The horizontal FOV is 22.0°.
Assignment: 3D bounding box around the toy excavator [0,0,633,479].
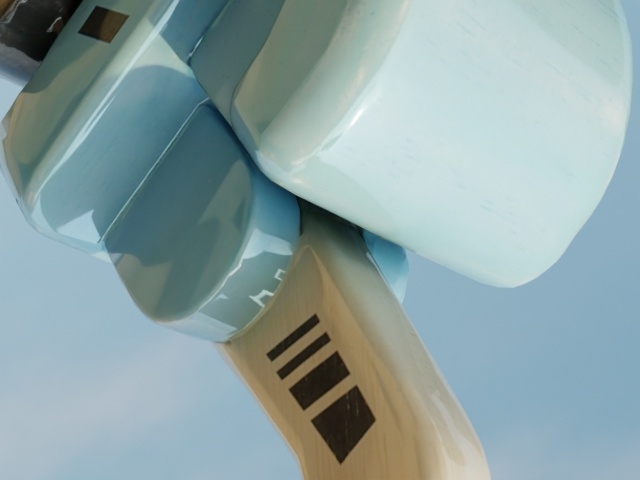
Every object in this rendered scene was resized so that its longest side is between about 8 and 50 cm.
[{"bbox_3d":[0.000,0.000,0.653,0.433,0.222,0.445,-53,-140,14],"label":"toy excavator"}]
